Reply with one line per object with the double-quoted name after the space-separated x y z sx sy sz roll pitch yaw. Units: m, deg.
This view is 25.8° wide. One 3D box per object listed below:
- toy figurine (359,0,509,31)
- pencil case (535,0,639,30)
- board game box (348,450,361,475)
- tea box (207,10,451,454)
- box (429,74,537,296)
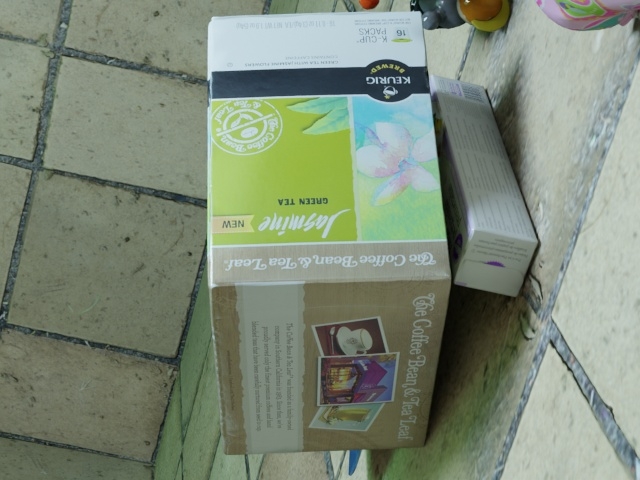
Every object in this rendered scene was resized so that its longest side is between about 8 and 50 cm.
0.114 -0.332 1.469 0.148 0.210 0.213 14 85 63 "toy figurine"
0.232 -0.218 0.980 0.284 0.124 0.124 -179 100 -80 "pencil case"
0.063 0.194 1.622 0.168 0.033 0.133 -84 6 -55 "board game box"
0.000 0.000 1.397 0.329 0.220 0.323 91 175 -54 "tea box"
0.147 -0.063 1.372 0.324 0.067 0.063 -97 20 -58 "box"
